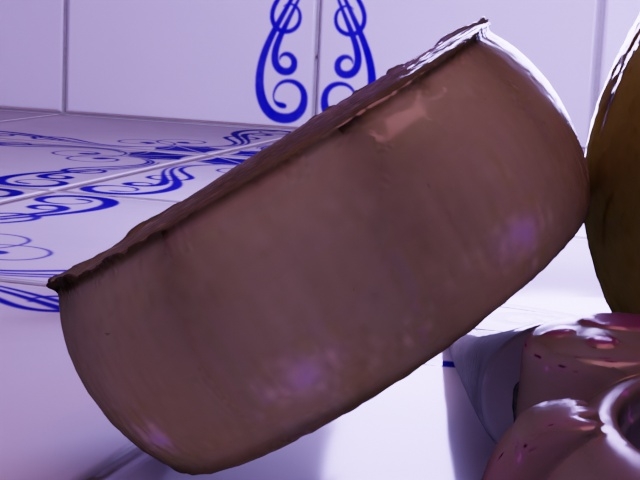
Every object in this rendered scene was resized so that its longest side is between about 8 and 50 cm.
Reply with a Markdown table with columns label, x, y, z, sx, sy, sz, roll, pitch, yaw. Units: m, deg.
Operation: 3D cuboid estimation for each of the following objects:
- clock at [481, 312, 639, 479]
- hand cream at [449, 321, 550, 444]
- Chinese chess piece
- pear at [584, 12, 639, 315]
| label | x | y | z | sx | sy | sz | roll | pitch | yaw |
| --- | --- | --- | --- | --- | --- | --- | --- | --- | --- |
| clock | 0.188 | 0.108 | 0.454 | 0.283 | 0.114 | 0.309 | 5 | 11 | 13 |
| hand cream | 0.130 | 0.074 | 0.852 | 0.121 | 0.076 | 0.336 | 5 | 3 | 5 |
| Chinese chess piece | 0.000 | 0.000 | 0.720 | 0.270 | 0.112 | 0.270 | -32 | 7 | 4 |
| pear | 0.306 | -0.040 | 0.719 | 0.348 | 0.348 | 0.348 | 3 | 9 | 0 |
